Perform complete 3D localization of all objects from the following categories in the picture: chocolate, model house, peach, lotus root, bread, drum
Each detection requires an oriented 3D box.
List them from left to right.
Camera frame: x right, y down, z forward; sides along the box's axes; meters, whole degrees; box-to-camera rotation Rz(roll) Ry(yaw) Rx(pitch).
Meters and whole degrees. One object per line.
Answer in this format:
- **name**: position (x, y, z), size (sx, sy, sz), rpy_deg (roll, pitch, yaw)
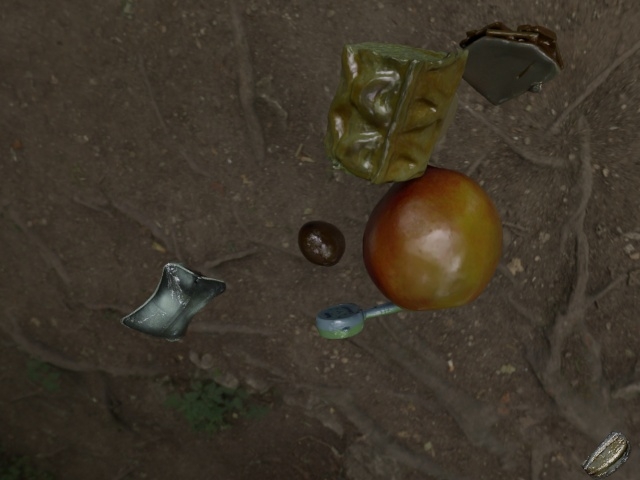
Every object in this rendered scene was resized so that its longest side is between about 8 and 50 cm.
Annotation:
- **chocolate**: position (0.000, 0.000, 1.462), size (0.176, 0.176, 0.177), rpy_deg (7, 105, 28)
- **drum**: position (0.114, 0.181, 1.044), size (0.253, 0.130, 0.049), rpy_deg (-10, 99, 0)
- **bread**: position (0.130, -0.250, 0.839), size (0.238, 0.196, 0.252), rpy_deg (18, 127, 17)
- **peach**: position (0.248, -0.007, 0.980), size (0.307, 0.307, 0.333), rpy_deg (-3, 92, 30)
- **model house**: position (0.487, -0.481, 1.125), size (0.219, 0.229, 0.199), rpy_deg (45, 138, -15)
- **lotus root**: position (0.446, 0.335, 0.674), size (0.083, 0.030, 0.037), rpy_deg (-48, 46, 4)

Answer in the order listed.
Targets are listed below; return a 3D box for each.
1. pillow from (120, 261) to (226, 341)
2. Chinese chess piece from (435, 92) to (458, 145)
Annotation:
- **pillow**: position (-0.201, 0.088, 0.600), size (0.136, 0.091, 0.055), rpy_deg (-47, 65, 16)
- **Chinese chess piece**: position (0.251, -0.319, 1.181), size (0.102, 0.273, 0.273), rpy_deg (45, 119, 24)
